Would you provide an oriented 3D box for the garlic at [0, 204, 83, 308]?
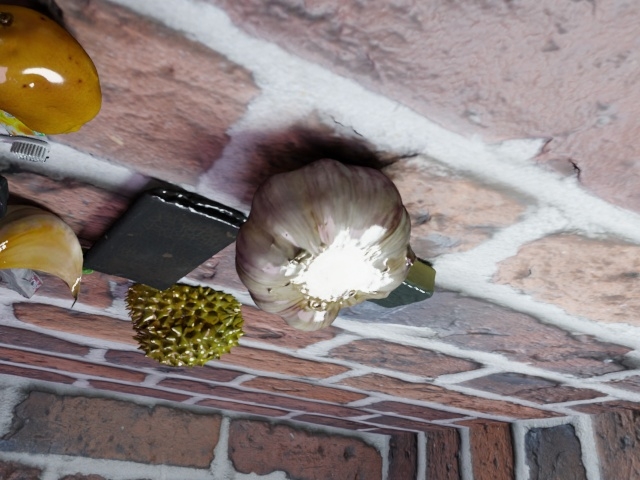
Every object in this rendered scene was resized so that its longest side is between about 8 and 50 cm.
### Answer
[{"bbox_3d":[-0.453,0.005,0.817,0.115,0.128,0.206,-47,147,2],"label":"garlic"}]

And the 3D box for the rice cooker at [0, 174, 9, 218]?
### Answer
[{"bbox_3d":[-0.507,-0.071,0.678,0.165,0.107,0.112,26,142,-10],"label":"rice cooker"}]

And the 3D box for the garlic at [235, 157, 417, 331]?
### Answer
[{"bbox_3d":[0.000,0.000,0.674,0.244,0.161,0.245,-10,127,-13],"label":"garlic"}]

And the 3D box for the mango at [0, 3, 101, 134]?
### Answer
[{"bbox_3d":[-0.266,-0.159,0.490,0.105,0.084,0.159,-10,174,-5],"label":"mango"}]

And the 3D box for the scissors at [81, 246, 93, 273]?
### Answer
[{"bbox_3d":[-0.481,0.010,0.916,0.101,0.027,0.204,-18,146,30],"label":"scissors"}]

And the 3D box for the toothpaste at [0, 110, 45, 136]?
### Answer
[{"bbox_3d":[-0.333,-0.173,0.517,0.043,0.037,0.179,5,153,3],"label":"toothpaste"}]

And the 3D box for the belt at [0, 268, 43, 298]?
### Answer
[{"bbox_3d":[-0.585,0.043,0.974,0.071,0.053,0.232,13,150,-10],"label":"belt"}]

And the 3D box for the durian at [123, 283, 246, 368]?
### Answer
[{"bbox_3d":[-0.296,0.179,1.088,0.260,0.187,0.154,-10,158,2],"label":"durian"}]

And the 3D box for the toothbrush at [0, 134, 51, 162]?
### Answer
[{"bbox_3d":[-0.485,-0.136,0.631,0.287,0.024,0.021,10,154,-9],"label":"toothbrush"}]

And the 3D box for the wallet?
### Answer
[{"bbox_3d":[-0.264,0.003,0.849,0.170,0.044,0.321,23,145,-32],"label":"wallet"}]

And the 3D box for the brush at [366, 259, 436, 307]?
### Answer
[{"bbox_3d":[0.088,0.060,0.873,0.197,0.059,0.123,21,151,-27],"label":"brush"}]
